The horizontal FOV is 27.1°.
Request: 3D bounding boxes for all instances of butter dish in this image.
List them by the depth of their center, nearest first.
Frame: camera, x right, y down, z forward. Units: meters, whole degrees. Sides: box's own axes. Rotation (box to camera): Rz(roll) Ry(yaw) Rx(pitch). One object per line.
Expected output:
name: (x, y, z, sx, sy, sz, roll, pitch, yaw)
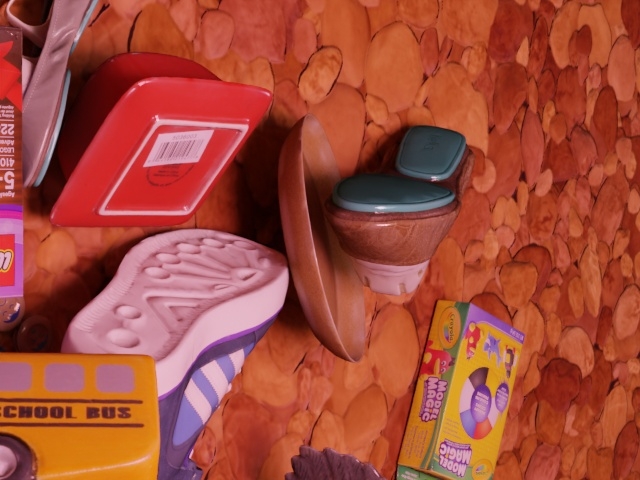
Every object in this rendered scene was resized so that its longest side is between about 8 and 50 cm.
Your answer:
butter dish: (-0.147, -0.097, 1.077, 0.160, 0.118, 0.160, -1, 137, -49)

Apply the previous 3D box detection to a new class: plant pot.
plant pot: (0.000, 0.000, 1.240, 0.236, 0.032, 0.236, -10, 90, -79)

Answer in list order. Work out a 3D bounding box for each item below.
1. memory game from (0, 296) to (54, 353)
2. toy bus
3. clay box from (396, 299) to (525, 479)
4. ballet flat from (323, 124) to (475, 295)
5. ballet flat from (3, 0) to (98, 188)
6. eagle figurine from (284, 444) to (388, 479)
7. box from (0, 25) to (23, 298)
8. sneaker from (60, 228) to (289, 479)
memory game: (-0.267, 0.123, 1.020, 0.186, 0.012, 0.186, -5, 96, -50)
toy bus: (-0.272, 0.143, 0.844, 0.130, 0.332, 0.108, -102, -162, -47)
clay box: (0.158, 0.192, 1.499, 0.127, 0.053, 0.222, 28, 70, -47)
ballet flat: (0.080, -0.020, 1.302, 0.342, 0.116, 0.124, -51, 151, -68)
ballet flat: (-0.219, -0.146, 1.030, 0.068, 0.072, 0.213, 21, 74, -20)
eagle figurine: (0.016, 0.365, 1.219, 0.298, 0.225, 0.226, 55, 36, -38)
box: (-0.334, -0.054, 0.887, 0.293, 0.057, 0.201, -3, 95, -48)
sneaker: (-0.139, 0.140, 1.113, 0.323, 0.130, 0.236, -44, 152, -64)
